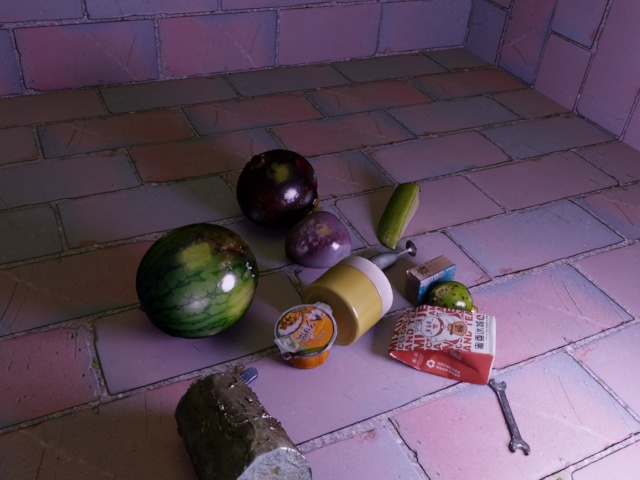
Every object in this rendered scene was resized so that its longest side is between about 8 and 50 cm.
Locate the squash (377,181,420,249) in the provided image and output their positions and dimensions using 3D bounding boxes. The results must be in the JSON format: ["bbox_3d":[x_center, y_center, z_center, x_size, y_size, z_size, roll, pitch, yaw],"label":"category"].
[{"bbox_3d":[0.291,-0.077,2.428,0.111,0.203,0.289,18,74,15],"label":"squash"}]

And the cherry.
[{"bbox_3d":[0.000,0.000,2.164,0.265,0.184,0.213,-28,38,-16],"label":"cherry"}]

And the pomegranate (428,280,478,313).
[{"bbox_3d":[0.430,0.202,1.993,0.168,0.122,0.143,18,65,-1],"label":"pomegranate"}]

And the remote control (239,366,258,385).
[{"bbox_3d":[-0.233,0.402,1.729,0.043,0.027,0.152,37,48,27],"label":"remote control"}]

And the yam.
[{"bbox_3d":[-0.190,0.484,1.461,0.240,0.241,0.348,-18,40,-28],"label":"yam"}]

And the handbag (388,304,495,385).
[{"bbox_3d":[0.356,0.298,1.841,0.297,0.151,0.171,8,42,9],"label":"handbag"}]

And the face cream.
[{"bbox_3d":[0.079,0.182,1.898,0.218,0.218,0.179,28,43,27],"label":"face cream"}]

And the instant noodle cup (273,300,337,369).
[{"bbox_3d":[-0.039,0.290,1.802,0.208,0.126,0.177,-33,53,-23],"label":"instant noodle cup"}]

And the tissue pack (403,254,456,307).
[{"bbox_3d":[0.361,0.133,2.083,0.169,0.120,0.082,-22,41,-29],"label":"tissue pack"}]

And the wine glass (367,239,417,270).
[{"bbox_3d":[0.248,0.058,2.215,0.198,0.066,0.066,-20,44,-30],"label":"wine glass"}]

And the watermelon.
[{"bbox_3d":[-0.359,0.121,1.833,0.362,0.364,0.363,4,37,-3],"label":"watermelon"}]

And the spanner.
[{"bbox_3d":[0.519,0.479,1.729,0.054,0.015,0.255,1,37,-5],"label":"spanner"}]

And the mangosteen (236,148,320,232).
[{"bbox_3d":[-0.143,-0.163,2.324,0.305,0.360,0.306,-25,30,16],"label":"mangosteen"}]
